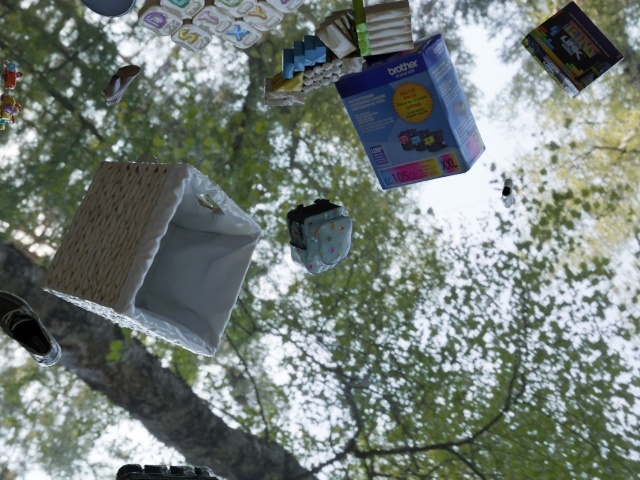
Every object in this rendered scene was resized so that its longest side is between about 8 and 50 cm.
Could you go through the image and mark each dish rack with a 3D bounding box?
[{"bbox_3d":[-0.323,0.554,1.295,0.074,0.208,0.271,38,-69,60],"label":"dish rack"}]

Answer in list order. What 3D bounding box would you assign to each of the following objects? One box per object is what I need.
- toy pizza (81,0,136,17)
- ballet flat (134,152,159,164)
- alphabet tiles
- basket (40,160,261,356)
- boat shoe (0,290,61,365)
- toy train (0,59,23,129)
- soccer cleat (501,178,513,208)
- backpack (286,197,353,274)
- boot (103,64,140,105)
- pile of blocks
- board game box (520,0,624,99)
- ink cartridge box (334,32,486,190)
[{"bbox_3d":[-0.578,-0.697,1.795,0.201,0.201,0.032,-24,-153,33],"label":"toy pizza"},{"bbox_3d":[-0.466,-0.098,1.696,0.086,0.086,0.248,39,-62,52],"label":"ballet flat"},{"bbox_3d":[-0.168,-0.421,1.124,0.284,0.278,0.021,-28,-119,31],"label":"alphabet tiles"},{"bbox_3d":[-0.349,0.032,1.442,0.267,0.328,0.331,12,-108,28],"label":"basket"},{"bbox_3d":[-0.641,0.177,1.442,0.219,0.070,0.078,38,-116,14],"label":"boat shoe"},{"bbox_3d":[-0.714,-0.325,1.536,0.166,0.046,0.125,-33,-117,44],"label":"toy train"},{"bbox_3d":[0.428,-0.104,1.544,0.029,0.083,0.035,17,-135,25],"label":"soccer cleat"},{"bbox_3d":[0.000,0.000,1.836,0.144,0.166,0.188,29,-53,37],"label":"backpack"},{"bbox_3d":[-0.524,-0.406,1.764,0.118,0.042,0.087,-44,169,-46],"label":"boot"},{"bbox_3d":[0.018,-0.399,1.334,0.362,0.149,0.112,-22,-125,26],"label":"pile of blocks"},{"bbox_3d":[0.545,-0.412,1.454,0.141,0.170,0.048,-38,174,-13],"label":"board game box"},{"bbox_3d":[0.219,-0.351,1.734,0.270,0.395,0.151,-10,-155,38],"label":"ink cartridge box"}]
